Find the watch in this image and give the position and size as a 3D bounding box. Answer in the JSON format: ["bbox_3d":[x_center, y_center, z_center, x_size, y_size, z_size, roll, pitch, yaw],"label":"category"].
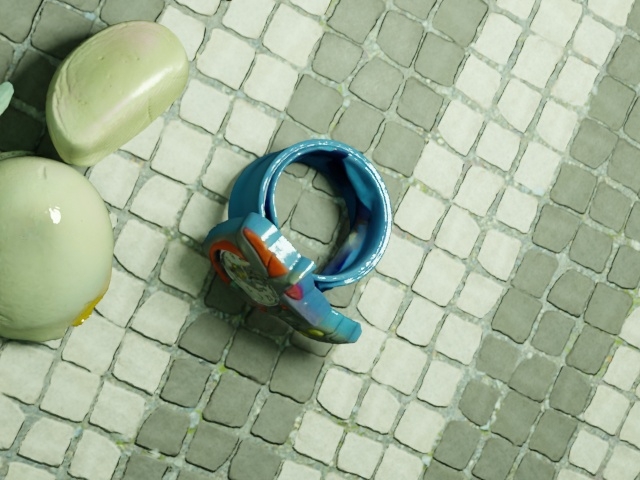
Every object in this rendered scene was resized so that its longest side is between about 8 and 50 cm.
[{"bbox_3d":[0.000,0.000,1.978,0.305,0.241,0.274,43,67,-18],"label":"watch"}]

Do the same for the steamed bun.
[{"bbox_3d":[-0.319,-0.230,1.871,0.239,0.170,0.152,-39,83,-14],"label":"steamed bun"}]

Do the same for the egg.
[{"bbox_3d":[-0.431,0.016,1.846,0.264,0.174,0.286,7,96,-16],"label":"egg"}]

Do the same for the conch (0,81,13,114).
[{"bbox_3d":[-0.600,-0.130,1.749,0.303,0.215,0.319,49,49,6],"label":"conch"}]
